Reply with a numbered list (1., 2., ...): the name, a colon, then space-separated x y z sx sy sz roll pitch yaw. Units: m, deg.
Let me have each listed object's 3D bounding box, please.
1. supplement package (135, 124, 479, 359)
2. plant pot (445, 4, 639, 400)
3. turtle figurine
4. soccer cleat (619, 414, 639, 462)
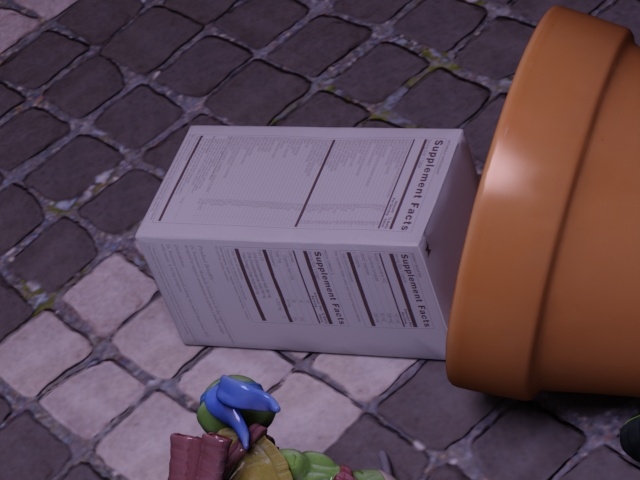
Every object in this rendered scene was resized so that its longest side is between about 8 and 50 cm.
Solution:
1. supplement package: 0.000 0.000 1.599 0.244 0.134 0.139 3 47 24
2. plant pot: 0.230 -0.006 1.436 0.204 0.291 0.291 16 51 12
3. turtle figurine: -0.023 0.242 1.383 0.198 0.274 0.266 -1 62 -11
4. soccer cleat: 0.291 0.159 1.379 0.179 0.060 0.072 7 50 23
